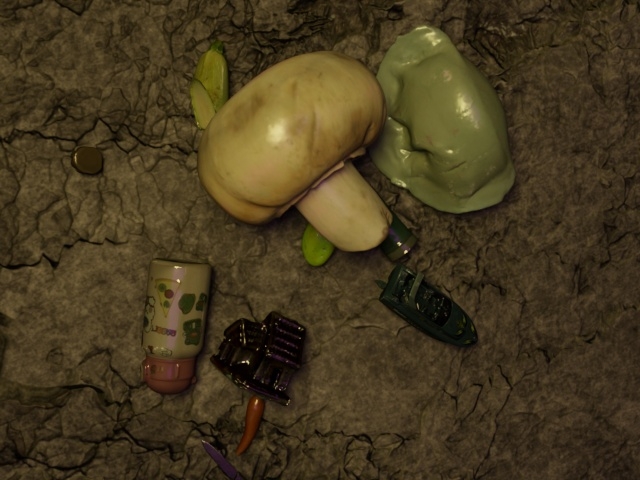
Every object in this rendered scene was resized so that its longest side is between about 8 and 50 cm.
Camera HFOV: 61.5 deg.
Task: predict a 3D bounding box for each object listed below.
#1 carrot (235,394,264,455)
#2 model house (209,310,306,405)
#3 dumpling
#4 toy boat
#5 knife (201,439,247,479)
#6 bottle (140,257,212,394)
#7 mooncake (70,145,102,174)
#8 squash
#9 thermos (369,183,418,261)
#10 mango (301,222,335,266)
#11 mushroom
[{"bbox_3d":[-0.141,0.371,1.091,0.035,0.035,0.142,16,93,-8],"label":"carrot"},{"bbox_3d":[-0.113,0.213,1.054,0.165,0.106,0.152,26,89,-12],"label":"model house"},{"bbox_3d":[0.252,-0.221,1.063,0.212,0.270,0.320,-8,67,-29],"label":"dumpling"},{"bbox_3d":[0.230,0.143,1.105,0.246,0.103,0.093,35,62,-11],"label":"toy boat"},{"bbox_3d":[-0.184,0.468,1.097,0.023,0.010,0.170,-43,94,-11],"label":"knife"},{"bbox_3d":[-0.278,0.163,1.025,0.121,0.120,0.253,7,89,-8],"label":"bottle"},{"bbox_3d":[-0.566,-0.190,0.944,0.347,0.057,0.150,35,60,-26],"label":"mooncake"},{"bbox_3d":[-0.216,-0.306,1.051,0.075,0.090,0.200,0,85,-16],"label":"squash"},{"bbox_3d":[0.109,-0.047,1.100,0.083,0.073,0.187,-39,94,16],"label":"thermos"},{"bbox_3d":[0.000,0.000,1.091,0.074,0.056,0.108,14,92,-2],"label":"mango"},{"bbox_3d":[-0.044,-0.158,0.973,0.325,0.353,0.353,8,90,36],"label":"mushroom"}]
